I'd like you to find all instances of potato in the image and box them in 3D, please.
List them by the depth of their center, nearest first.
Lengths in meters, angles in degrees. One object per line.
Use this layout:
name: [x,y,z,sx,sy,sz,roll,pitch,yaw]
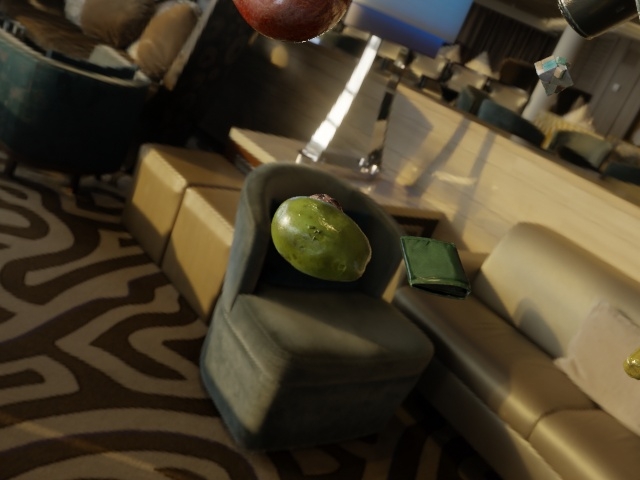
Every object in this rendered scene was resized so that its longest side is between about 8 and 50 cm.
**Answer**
potato: [0.000,0.000,1.896,0.304,0.216,0.216,33,19,-4]

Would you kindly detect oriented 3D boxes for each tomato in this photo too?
tomato: [-0.053,-0.540,1.332,0.270,0.270,0.227,26,12,7]

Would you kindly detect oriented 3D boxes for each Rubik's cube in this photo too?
Rubik's cube: [0.527,-0.371,1.468,0.084,0.073,0.075,41,34,-43]

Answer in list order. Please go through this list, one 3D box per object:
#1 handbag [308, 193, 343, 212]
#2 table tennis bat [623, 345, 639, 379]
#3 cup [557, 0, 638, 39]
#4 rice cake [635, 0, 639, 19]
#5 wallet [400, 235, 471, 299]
handbag: [-0.011,-0.064,2.319,0.179,0.205,0.116,-3,18,14]
table tennis bat: [0.755,0.196,1.429,0.321,0.050,0.198,-33,89,-30]
cup: [0.622,-0.577,1.478,0.223,0.176,0.169,47,45,-12]
rice cake: [0.564,-0.442,1.148,0.207,0.033,0.033,56,31,-33]
wallet: [0.295,0.066,1.720,0.160,0.055,0.236,11,28,-7]
